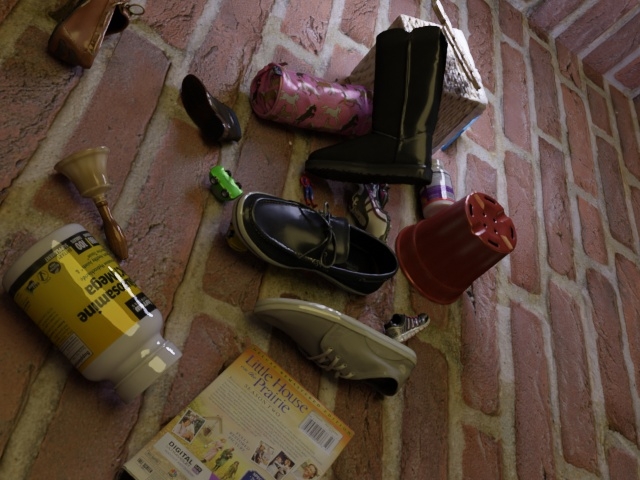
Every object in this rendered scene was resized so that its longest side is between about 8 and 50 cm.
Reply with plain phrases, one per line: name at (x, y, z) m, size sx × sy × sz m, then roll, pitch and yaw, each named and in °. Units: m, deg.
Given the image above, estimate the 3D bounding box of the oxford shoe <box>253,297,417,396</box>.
oxford shoe at (0.039, 0.256, 1.758) m, size 0.449 × 0.169 × 0.130 m, roll 28°, pitch 67°, yaw -23°

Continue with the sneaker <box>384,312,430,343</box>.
sneaker at (0.233, 0.224, 1.997) m, size 0.170 × 0.063 × 0.074 m, roll -25°, pitch 85°, yaw -42°

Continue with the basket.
basket at (0.307, -0.491, 2.374) m, size 0.266 × 0.331 × 0.328 m, roll 8°, pitch 57°, yaw -34°

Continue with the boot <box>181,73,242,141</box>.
boot at (-0.293, -0.348, 1.982) m, size 0.219 × 0.082 × 0.106 m, roll 60°, pitch 22°, yaw 18°

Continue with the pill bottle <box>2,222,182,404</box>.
pill bottle at (-0.428, 0.145, 1.416) m, size 0.334 × 0.188 × 0.188 m, roll 48°, pitch 43°, yaw -2°

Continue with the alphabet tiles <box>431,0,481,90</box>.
alphabet tiles at (0.399, -0.578, 2.161) m, size 0.284 × 0.021 × 0.278 m, roll 56°, pitch 21°, yaw -22°

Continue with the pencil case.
pencil case at (-0.013, -0.413, 2.183) m, size 0.386 × 0.167 × 0.160 m, roll 7°, pitch 24°, yaw -37°

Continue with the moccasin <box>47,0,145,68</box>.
moccasin at (-0.540, -0.579, 1.874) m, size 0.147 × 0.139 × 0.380 m, roll 33°, pitch 45°, yaw -18°

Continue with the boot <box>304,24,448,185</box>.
boot at (0.160, -0.389, 2.094) m, size 0.367 × 0.146 × 0.445 m, roll 5°, pitch 82°, yaw 10°

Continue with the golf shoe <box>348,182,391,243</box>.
golf shoe at (0.137, -0.070, 2.121) m, size 0.120 × 0.105 × 0.272 m, roll 11°, pitch 48°, yaw -12°

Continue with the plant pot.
plant pot at (0.407, 0.009, 2.147) m, size 0.272 × 0.265 × 0.272 m, roll 22°, pitch 49°, yaw -28°

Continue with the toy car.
toy car at (-0.207, -0.090, 1.866) m, size 0.225 × 0.053 × 0.239 m, roll 51°, pitch 42°, yaw 3°

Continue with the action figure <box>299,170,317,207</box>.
action figure at (-0.034, -0.147, 2.069) m, size 0.038 × 0.030 × 0.115 m, roll 3°, pitch 57°, yaw -32°

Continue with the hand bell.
hand bell at (-0.477, -0.070, 1.612) m, size 0.126 × 0.126 × 0.242 m, roll -21°, pitch 88°, yaw -46°

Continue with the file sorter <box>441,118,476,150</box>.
file sorter at (0.470, -0.420, 2.614) m, size 0.104 × 0.118 × 0.170 m, roll 47°, pitch 42°, yaw 2°

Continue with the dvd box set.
dvd box set at (-0.154, 0.433, 1.491) m, size 0.308 × 0.062 × 0.420 m, roll 40°, pitch 42°, yaw 7°

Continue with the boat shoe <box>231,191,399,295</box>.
boat shoe at (0.000, 0.000, 1.851) m, size 0.500 × 0.156 × 0.186 m, roll 27°, pitch 56°, yaw -33°

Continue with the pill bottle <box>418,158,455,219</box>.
pill bottle at (0.369, -0.163, 2.353) m, size 0.108 × 0.108 × 0.193 m, roll 18°, pitch 51°, yaw -30°
